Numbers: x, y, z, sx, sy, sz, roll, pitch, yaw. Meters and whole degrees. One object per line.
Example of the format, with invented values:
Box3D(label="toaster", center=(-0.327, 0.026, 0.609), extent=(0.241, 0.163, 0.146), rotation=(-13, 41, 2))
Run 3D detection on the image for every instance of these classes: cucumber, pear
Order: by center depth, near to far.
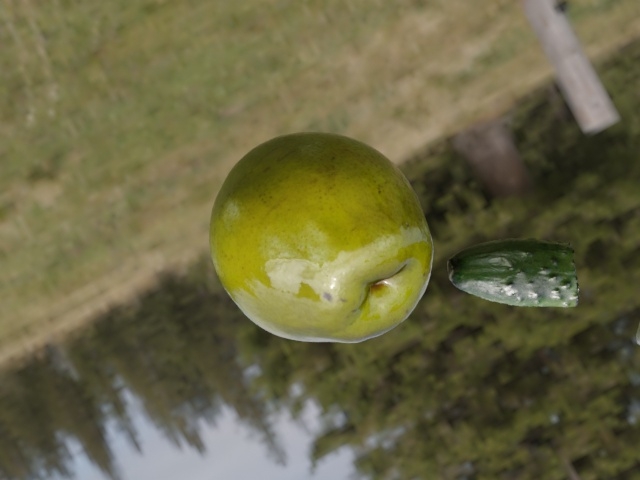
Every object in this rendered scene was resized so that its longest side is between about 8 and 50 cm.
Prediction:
Box3D(label="cucumber", center=(0.163, 0.021, 1.416), extent=(0.107, 0.067, 0.035), rotation=(2, 140, -5))
Box3D(label="pear", center=(0.000, 0.001, 1.436), extent=(0.198, 0.198, 0.198), rotation=(-29, 179, -1))

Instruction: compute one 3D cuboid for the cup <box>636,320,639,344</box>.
Box3D(label="cup", center=(0.369, 0.102, 1.459), extent=(0.258, 0.186, 0.234), rotation=(19, 177, -24))
